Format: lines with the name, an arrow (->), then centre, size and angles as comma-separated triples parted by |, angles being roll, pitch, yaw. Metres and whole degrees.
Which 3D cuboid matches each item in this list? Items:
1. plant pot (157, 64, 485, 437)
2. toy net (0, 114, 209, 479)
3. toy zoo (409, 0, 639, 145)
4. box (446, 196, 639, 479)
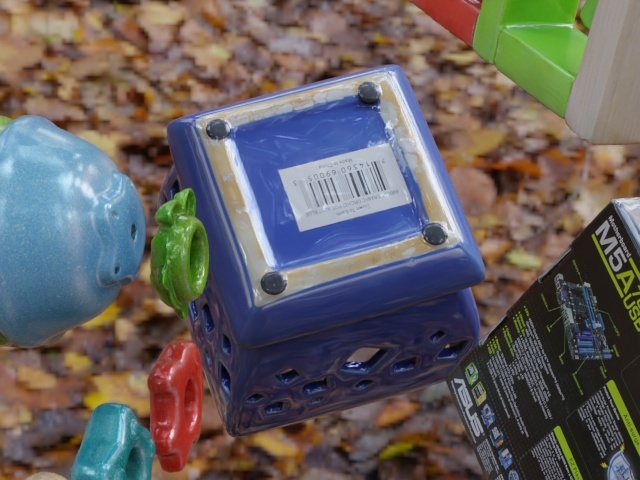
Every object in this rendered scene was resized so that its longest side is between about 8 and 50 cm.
plant pot -> 0.000, 0.000, 1.061 | 0.236, 0.212, 0.236 | -15, 66, -11
toy net -> -0.074, 0.084, 0.377 | 0.045, 0.232, 0.122 | 0, -15, 11
toy zoo -> 0.045, -0.181, 0.431 | 0.030, 0.192, 0.293 | -4, 31, -24
box -> 0.153, 0.106, 0.665 | 0.045, 0.184, 0.191 | -1, 55, -32
